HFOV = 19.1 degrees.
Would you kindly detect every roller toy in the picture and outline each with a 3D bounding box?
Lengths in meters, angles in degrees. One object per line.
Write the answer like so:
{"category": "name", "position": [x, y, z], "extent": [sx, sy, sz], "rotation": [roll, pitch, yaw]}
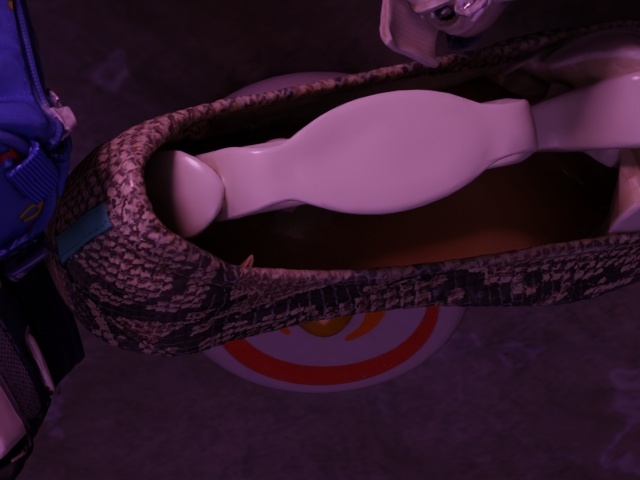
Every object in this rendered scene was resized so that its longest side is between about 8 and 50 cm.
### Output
{"category": "roller toy", "position": [0.000, 0.000, 1.226], "extent": [0.191, 0.146, 0.209], "rotation": [7, 136, -12]}

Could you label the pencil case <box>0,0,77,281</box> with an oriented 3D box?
{"category": "pencil case", "position": [-0.207, -0.129, 0.964], "extent": [0.133, 0.306, 0.119], "rotation": [-16, 151, -1]}

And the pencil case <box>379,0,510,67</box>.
{"category": "pencil case", "position": [0.182, -0.251, 0.937], "extent": [0.410, 0.183, 0.160], "rotation": [-30, 155, 26]}

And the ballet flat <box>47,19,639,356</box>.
{"category": "ballet flat", "position": [0.091, -0.042, 1.058], "extent": [0.483, 0.164, 0.182], "rotation": [-12, 169, -25]}

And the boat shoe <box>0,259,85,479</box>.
{"category": "boat shoe", "position": [-0.282, -0.003, 1.241], "extent": [0.127, 0.158, 0.340], "rotation": [-20, 107, 24]}
